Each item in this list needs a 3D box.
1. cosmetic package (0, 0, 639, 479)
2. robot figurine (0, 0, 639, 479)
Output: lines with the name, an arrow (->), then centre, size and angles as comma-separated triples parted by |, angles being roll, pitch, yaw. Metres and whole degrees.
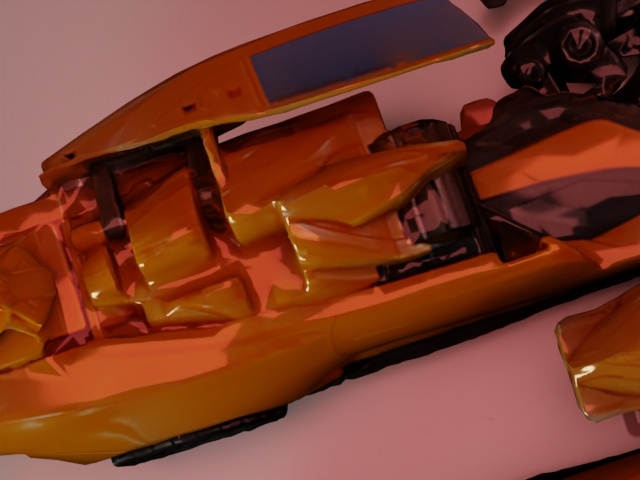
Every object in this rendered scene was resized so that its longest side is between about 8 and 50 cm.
cosmetic package -> 0.000, 0.000, 0.476 | 0.217, 0.156, 0.385 | -18, 82, 4
robot figurine -> 0.056, 0.030, 0.345 | 0.291, 0.085, 0.211 | -19, 81, 4
